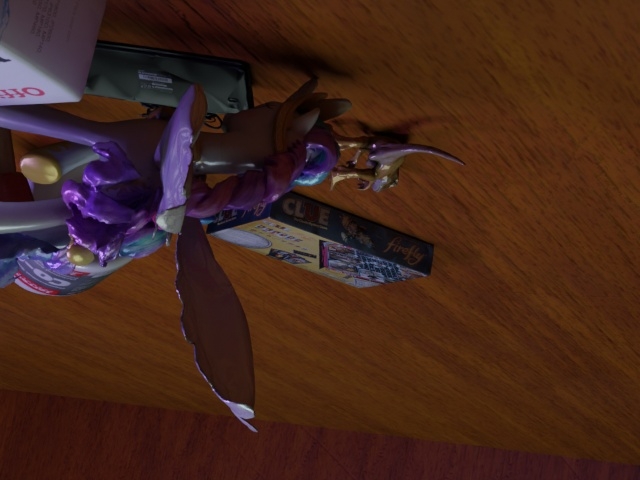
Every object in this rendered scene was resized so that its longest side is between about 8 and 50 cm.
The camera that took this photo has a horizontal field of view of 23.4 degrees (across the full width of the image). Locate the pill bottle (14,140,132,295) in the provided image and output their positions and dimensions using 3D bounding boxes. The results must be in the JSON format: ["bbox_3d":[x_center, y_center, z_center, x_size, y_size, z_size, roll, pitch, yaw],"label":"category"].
[{"bbox_3d":[-0.310,-0.019,1.903,0.161,0.161,0.283,16,164,-17],"label":"pill bottle"}]

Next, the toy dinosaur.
[{"bbox_3d":[0.066,-0.090,1.595,0.112,0.064,0.211,-4,177,-10],"label":"toy dinosaur"}]

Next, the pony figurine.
[{"bbox_3d":[-0.158,-0.036,1.372,0.363,0.351,0.303,-2,129,6],"label":"pony figurine"}]

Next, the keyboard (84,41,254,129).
[{"bbox_3d":[-0.158,-0.163,1.541,0.192,0.038,0.100,10,142,9],"label":"keyboard"}]

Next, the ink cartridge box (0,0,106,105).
[{"bbox_3d":[-0.352,-0.224,1.257,0.226,0.131,0.306,1,160,32],"label":"ink cartridge box"}]

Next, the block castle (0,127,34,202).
[{"bbox_3d":[-0.547,-0.033,1.617,0.303,0.213,0.453,-6,-177,40],"label":"block castle"}]

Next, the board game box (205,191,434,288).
[{"bbox_3d":[0.000,0.000,1.968,0.243,0.042,0.165,20,163,-29],"label":"board game box"}]
